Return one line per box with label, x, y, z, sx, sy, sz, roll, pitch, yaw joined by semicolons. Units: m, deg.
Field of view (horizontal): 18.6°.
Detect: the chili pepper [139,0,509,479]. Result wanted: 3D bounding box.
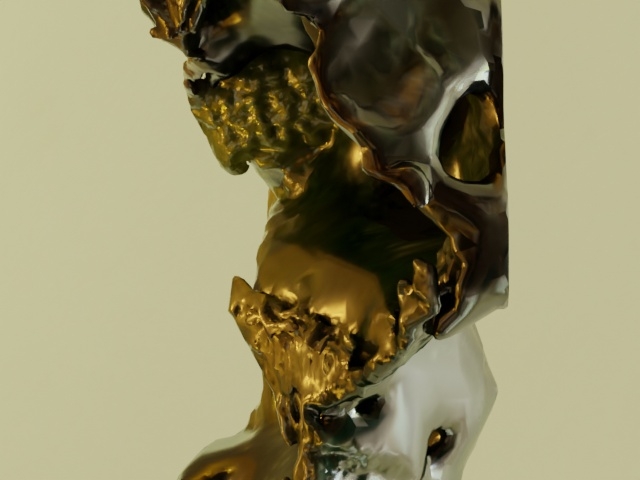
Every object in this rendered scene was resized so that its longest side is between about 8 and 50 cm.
chili pepper;0.007;-0.002;0.563;0.116;0.148;0.264;6;-58;13
